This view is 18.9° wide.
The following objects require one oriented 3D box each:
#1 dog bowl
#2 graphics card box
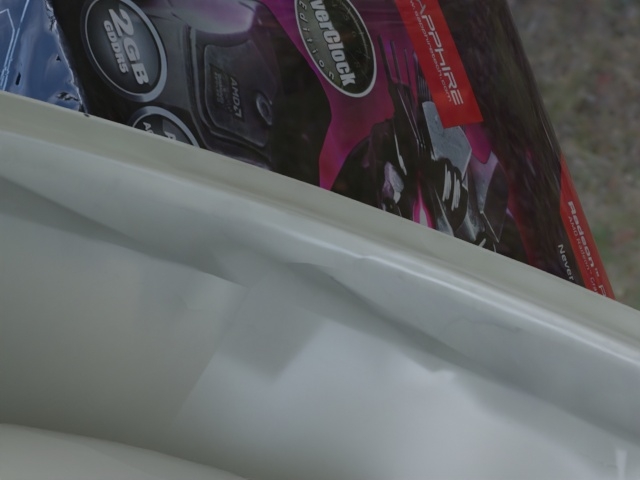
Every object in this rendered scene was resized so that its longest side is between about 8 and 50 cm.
[{"bbox_3d":[-0.023,0.089,0.350,0.408,0.408,0.150,-137,65,-67],"label":"dog bowl"},{"bbox_3d":[0.000,0.000,0.836,0.094,0.371,0.233,-21,86,33],"label":"graphics card box"}]
